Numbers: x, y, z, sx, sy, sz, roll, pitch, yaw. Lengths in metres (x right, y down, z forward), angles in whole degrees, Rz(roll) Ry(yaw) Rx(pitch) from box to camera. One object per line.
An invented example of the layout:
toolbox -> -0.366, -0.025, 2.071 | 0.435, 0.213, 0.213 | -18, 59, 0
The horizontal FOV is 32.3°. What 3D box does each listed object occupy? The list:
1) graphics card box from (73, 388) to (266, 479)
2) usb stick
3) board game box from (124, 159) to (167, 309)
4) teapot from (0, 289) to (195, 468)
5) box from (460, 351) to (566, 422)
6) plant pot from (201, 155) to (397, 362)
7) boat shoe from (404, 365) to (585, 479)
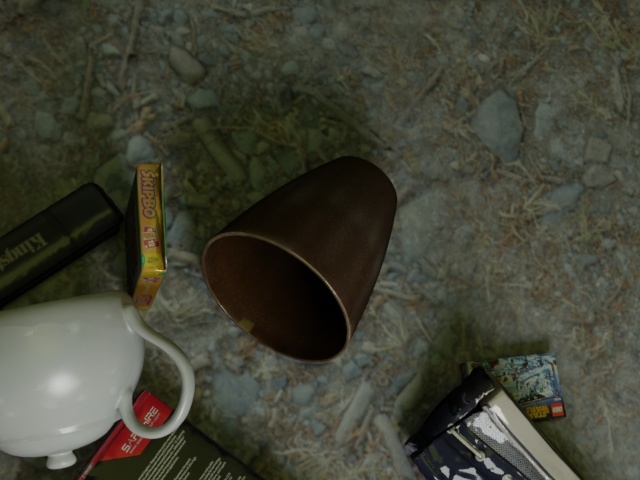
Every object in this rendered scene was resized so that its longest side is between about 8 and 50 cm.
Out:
graphics card box -> -0.136, 0.382, 1.325 | 0.371, 0.094, 0.233 | 37, 68, -4
usb stick -> -0.374, 0.024, 1.372 | 0.278, 0.045, 0.077 | -35, 89, -21
board game box -> -0.209, -0.001, 1.313 | 0.039, 0.259, 0.124 | -1, 76, -16
teapot -> -0.305, 0.166, 1.257 | 0.253, 0.256, 0.187 | -11, 86, -29
box -> 0.266, 0.208, 1.525 | 0.137, 0.027, 0.094 | -4, 76, -17
plant pot -> 0.000, 0.000, 1.421 | 0.215, 0.215, 0.230 | 41, 55, -3
boat shoe -> 0.258, 0.333, 1.457 | 0.158, 0.127, 0.340 | -40, 99, 5
